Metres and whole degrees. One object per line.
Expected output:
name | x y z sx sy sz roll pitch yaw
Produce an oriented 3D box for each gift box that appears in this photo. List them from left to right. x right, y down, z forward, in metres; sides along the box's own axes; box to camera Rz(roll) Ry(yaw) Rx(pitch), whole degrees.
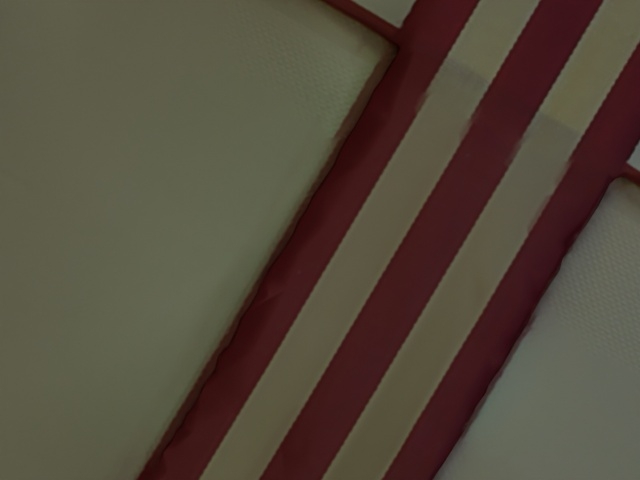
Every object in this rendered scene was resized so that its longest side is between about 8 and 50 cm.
gift box | 0.000 0.000 0.506 0.258 0.255 0.276 -59 -172 2
